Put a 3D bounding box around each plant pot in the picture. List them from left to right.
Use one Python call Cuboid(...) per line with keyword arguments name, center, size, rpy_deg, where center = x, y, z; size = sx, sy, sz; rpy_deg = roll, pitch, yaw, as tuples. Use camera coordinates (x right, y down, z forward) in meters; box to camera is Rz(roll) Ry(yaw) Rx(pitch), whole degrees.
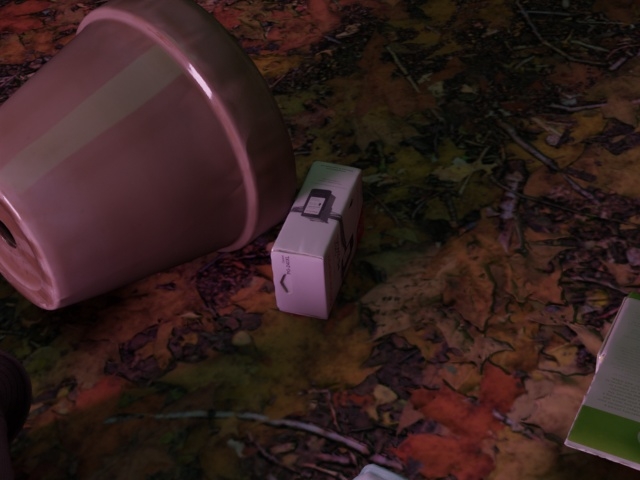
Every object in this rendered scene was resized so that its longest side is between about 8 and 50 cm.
Cuboid(name="plant pot", center=(-0.237, -0.079, 0.951), size=(0.323, 0.323, 0.280), rpy_deg=(29, 52, 33))

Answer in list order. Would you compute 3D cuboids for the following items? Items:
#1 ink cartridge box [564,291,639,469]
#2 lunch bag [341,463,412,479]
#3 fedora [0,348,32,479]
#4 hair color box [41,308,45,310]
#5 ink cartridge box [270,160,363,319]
Cuboid(name="ink cartridge box", center=(0.320, 0.161, 0.727), size=(0.188, 0.097, 0.255), rpy_deg=(16, 31, 25))
Cuboid(name="lunch bag", center=(0.061, 0.317, 0.635), size=(0.262, 0.160, 0.223), rpy_deg=(33, 60, 29))
Cuboid(name="fedora", center=(-0.355, 0.222, 0.754), size=(0.243, 0.275, 0.124), rpy_deg=(-13, 60, -42))
Cuboid(name="hair color box", center=(-0.343, 0.004, 1.096), size=(0.093, 0.053, 0.167), rpy_deg=(-27, 48, -17))
Cuboid(name="ink cartridge box", center=(0.000, 0.000, 0.994), size=(0.063, 0.109, 0.150), rpy_deg=(11, 49, 14))
